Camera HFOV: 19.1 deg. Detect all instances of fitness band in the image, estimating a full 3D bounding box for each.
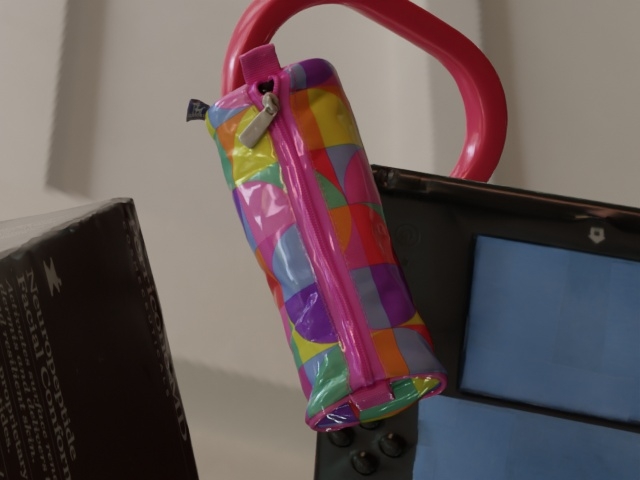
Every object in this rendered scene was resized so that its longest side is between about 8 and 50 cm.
[{"bbox_3d":[0.040,-0.118,1.715,0.291,0.054,0.209,27,-95,-28],"label":"fitness band"}]

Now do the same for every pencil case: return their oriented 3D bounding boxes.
[{"bbox_3d":[0.000,0.000,1.195,0.104,0.104,0.236,-12,-106,-35],"label":"pencil case"}]

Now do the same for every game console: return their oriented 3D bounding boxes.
[{"bbox_3d":[0.188,0.128,1.407,0.387,0.342,0.060,10,-149,12],"label":"game console"}]

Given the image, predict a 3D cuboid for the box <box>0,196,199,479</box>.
[{"bbox_3d":[-0.163,0.098,0.888,0.143,0.381,0.191,-12,-84,5],"label":"box"}]
